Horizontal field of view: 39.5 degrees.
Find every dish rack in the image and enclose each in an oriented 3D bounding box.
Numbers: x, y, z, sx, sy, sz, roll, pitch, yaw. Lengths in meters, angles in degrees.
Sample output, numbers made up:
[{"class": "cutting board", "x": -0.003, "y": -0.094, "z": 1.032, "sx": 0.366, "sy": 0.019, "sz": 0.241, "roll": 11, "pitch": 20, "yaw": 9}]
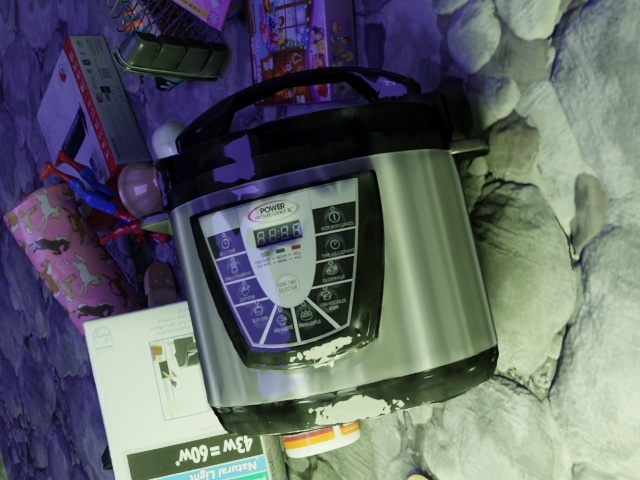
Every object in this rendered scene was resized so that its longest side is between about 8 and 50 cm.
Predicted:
[{"class": "dish rack", "x": -0.284, "y": -0.404, "z": 1.532, "sx": 0.074, "sy": 0.208, "sz": 0.271, "roll": -43, "pitch": 62, "yaw": 37}]

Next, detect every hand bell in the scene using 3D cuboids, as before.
[{"class": "hand bell", "x": -0.258, "y": -0.129, "z": 1.667, "sx": 0.242, "sy": 0.126, "sz": 0.126, "roll": -22, "pitch": 80, "yaw": 40}]

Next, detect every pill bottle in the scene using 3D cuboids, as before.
[{"class": "pill bottle", "x": -0.022, "y": 0.215, "z": 1.384, "sx": 0.121, "sy": 0.121, "sz": 0.221, "roll": -26, "pitch": 77, "yaw": 53}]

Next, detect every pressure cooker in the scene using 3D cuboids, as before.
[{"class": "pressure cooker", "x": -0.001, "y": 0.001, "z": 1.096, "sx": 0.376, "sy": 0.370, "sz": 0.420, "roll": -17, "pitch": 84, "yaw": 56}]

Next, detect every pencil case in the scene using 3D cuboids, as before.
[{"class": "pencil case", "x": -0.498, "y": 0.061, "z": 1.877, "sx": 0.386, "sy": 0.167, "sz": 0.160, "roll": 57, "pitch": 165, "yaw": 0}]

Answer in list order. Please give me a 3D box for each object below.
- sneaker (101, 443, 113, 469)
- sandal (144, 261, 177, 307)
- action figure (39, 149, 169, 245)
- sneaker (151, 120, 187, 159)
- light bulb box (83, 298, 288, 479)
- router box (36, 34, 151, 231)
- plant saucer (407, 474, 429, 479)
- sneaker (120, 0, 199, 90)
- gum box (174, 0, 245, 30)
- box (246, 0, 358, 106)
[{"class": "sneaker", "x": -0.416, "y": 0.426, "z": 2.004, "sx": 0.286, "sy": 0.109, "sz": 0.130, "roll": -44, "pitch": 56, "yaw": 38}, {"class": "sandal", "x": -0.295, "y": 0.143, "z": 1.770, "sx": 0.079, "sy": 0.088, "sz": 0.240, "roll": -46, "pitch": 56, "yaw": 51}, {"class": "action figure", "x": -0.444, "y": -0.055, "z": 1.837, "sx": 0.280, "sy": 0.091, "sz": 0.139, "roll": 31, "pitch": 129, "yaw": -1}, {"class": "sneaker", "x": -0.154, "y": -0.126, "z": 1.486, "sx": 0.292, "sy": 0.108, "sz": 0.169, "roll": 49, "pitch": 134, "yaw": 11}, {"class": "light bulb box", "x": -0.196, "y": 0.275, "z": 1.425, "sx": 0.358, "sy": 0.225, "sz": 0.360, "roll": 98, "pitch": 160, "yaw": -86}, {"class": "router box", "x": -0.510, "y": -0.229, "z": 1.975, "sx": 0.301, "sy": 0.082, "sz": 0.335, "roll": -47, "pitch": 61, "yaw": 48}, {"class": "plant saucer", "x": 0.152, "y": 0.375, "z": 1.275, "sx": 0.083, "sy": 0.015, "sz": 0.083, "roll": 17, "pitch": 111, "yaw": 52}, {"class": "sneaker", "x": -0.329, "y": -0.412, "z": 1.657, "sx": 0.121, "sy": 0.108, "sz": 0.302, "roll": -46, "pitch": 63, "yaw": 39}, {"class": "gum box", "x": -0.209, "y": -0.444, "z": 1.459, "sx": 0.188, "sy": 0.062, "sz": 0.107, "roll": 34, "pitch": 131, "yaw": 6}, {"class": "box", "x": -0.035, "y": -0.349, "z": 1.320, "sx": 0.201, "sy": 0.057, "sz": 0.293, "roll": 6, "pitch": 103, "yaw": 52}]
